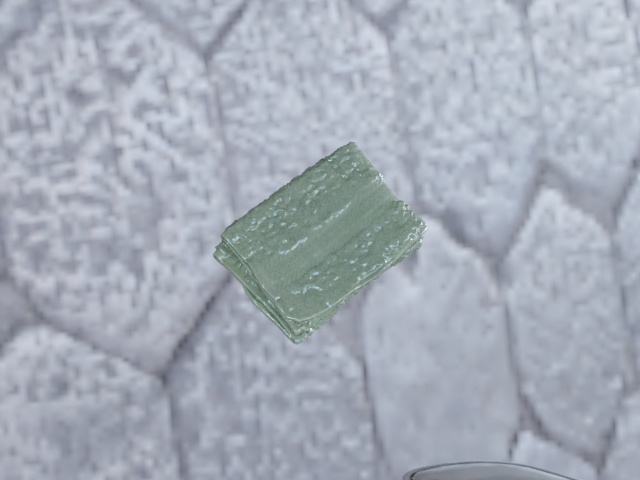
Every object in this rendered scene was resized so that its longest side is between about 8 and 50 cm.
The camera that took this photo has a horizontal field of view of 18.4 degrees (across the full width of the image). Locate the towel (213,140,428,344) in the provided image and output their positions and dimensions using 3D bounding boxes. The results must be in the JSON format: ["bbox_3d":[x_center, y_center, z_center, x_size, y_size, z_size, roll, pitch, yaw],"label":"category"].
[{"bbox_3d":[0.000,0.000,1.556,0.148,0.027,0.110,-39,84,-12],"label":"towel"}]

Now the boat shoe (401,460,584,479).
[{"bbox_3d":[0.179,0.207,1.366,0.095,0.254,0.079,-78,175,-71],"label":"boat shoe"}]
